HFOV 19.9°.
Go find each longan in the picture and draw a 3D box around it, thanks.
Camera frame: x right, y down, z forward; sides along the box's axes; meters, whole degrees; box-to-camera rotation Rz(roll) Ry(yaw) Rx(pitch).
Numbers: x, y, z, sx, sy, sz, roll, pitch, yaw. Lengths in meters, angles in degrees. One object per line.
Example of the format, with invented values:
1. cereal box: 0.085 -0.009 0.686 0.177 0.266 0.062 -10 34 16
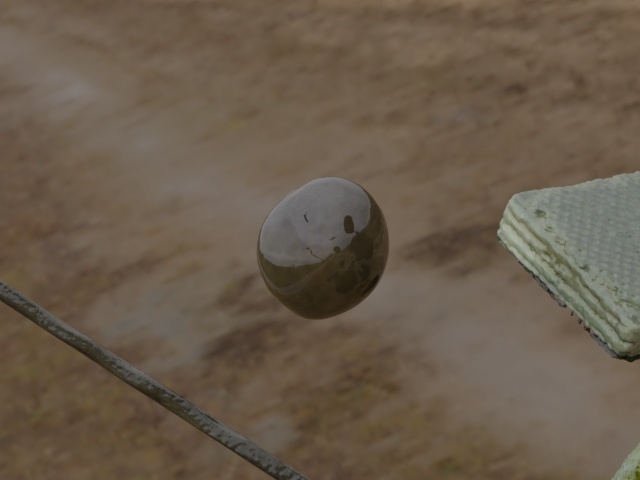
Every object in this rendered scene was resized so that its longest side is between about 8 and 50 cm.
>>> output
1. longan: 0.000 0.000 1.376 0.106 0.106 0.119 -22 44 -1

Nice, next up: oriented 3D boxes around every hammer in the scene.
1. hammer: -0.097 0.071 0.948 0.029 0.292 0.058 -57 8 -3

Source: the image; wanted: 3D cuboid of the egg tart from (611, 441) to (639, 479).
1. egg tart: 0.357 0.265 1.730 0.197 0.078 0.197 -33 39 31

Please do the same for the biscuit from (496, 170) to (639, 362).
1. biscuit: 0.267 0.004 1.320 0.252 0.052 0.150 -10 44 -34
